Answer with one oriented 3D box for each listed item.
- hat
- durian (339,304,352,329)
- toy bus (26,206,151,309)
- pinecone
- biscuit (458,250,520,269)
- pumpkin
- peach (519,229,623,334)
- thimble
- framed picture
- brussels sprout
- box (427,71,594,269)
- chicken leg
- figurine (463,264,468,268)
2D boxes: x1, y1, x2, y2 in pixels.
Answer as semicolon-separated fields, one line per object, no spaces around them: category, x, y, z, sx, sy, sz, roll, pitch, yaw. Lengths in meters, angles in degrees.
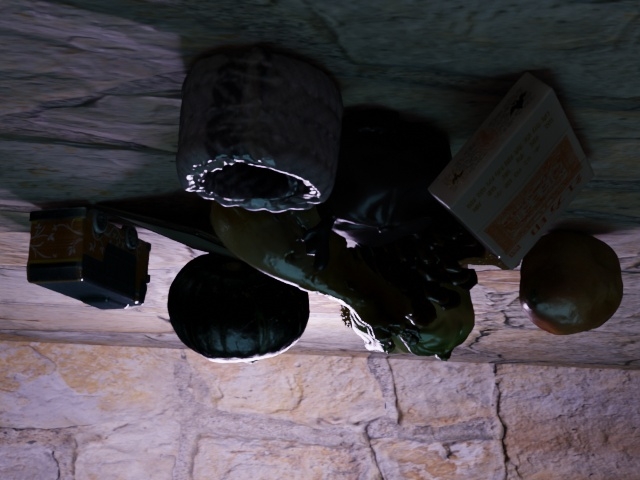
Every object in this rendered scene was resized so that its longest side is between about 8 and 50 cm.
hat;0.083;-0.049;1.574;0.238;0.209;0.336;1;167;-7
durian;0.134;0.153;2.421;0.158;0.168;0.137;30;150;4
toy bus;-0.458;0.039;2.053;0.138;0.167;0.275;-4;165;18
pinecone;0.170;0.038;1.876;0.244;0.244;0.309;16;149;-42
biscuit;0.283;0.009;2.059;0.250;0.036;0.165;-1;147;3
pumpkin;-0.174;0.153;2.221;0.315;0.239;0.315;-3;-166;1
peach;0.483;0.085;2.021;0.214;0.214;0.235;-9;-177;37
thimble;-0.081;-0.138;1.350;0.217;0.157;0.245;-1;165;9
framed picture;-0.245;-0.001;2.027;0.264;0.016;0.347;13;172;32
brussels sprout;0.192;0.145;2.205;0.259;0.227;0.294;-7;140;37
box;0.285;-0.085;1.467;0.051;0.205;0.365;42;-176;27
chicken leg;-0.004;0.039;1.746;0.429;0.201;0.153;38;-156;-2
figurine;0.290;0.058;2.287;0.050;0.047;0.083;9;180;40
